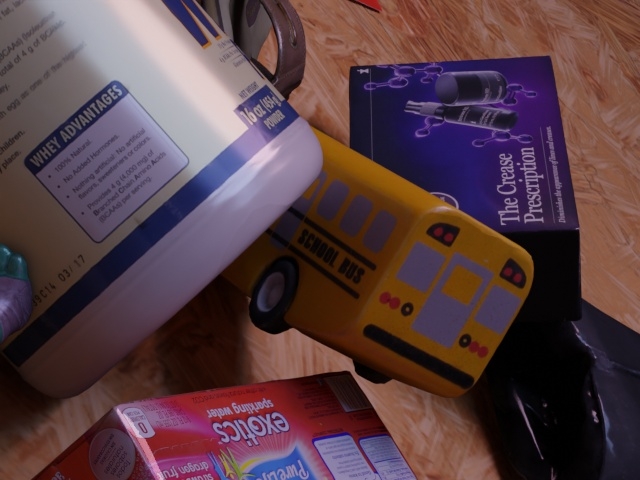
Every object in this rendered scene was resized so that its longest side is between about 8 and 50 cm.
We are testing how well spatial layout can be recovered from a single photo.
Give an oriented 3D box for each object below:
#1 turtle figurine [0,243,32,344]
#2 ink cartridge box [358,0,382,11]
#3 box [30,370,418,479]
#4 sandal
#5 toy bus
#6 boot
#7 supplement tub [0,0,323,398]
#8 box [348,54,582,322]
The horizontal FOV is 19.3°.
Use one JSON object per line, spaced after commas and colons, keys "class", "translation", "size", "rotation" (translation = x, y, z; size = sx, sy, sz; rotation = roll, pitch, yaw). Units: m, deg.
{"class": "turtle figurine", "translation": [-0.248, 0.077, 0.973], "size": [0.175, 0.118, 0.234], "rotation": [10, 27, 13]}
{"class": "ink cartridge box", "translation": [-0.027, -0.344, 1.922], "size": [0.232, 0.066, 0.189], "rotation": [10, 46, -46]}
{"class": "box", "translation": [-0.054, 0.170, 1.125], "size": [0.257, 0.122, 0.128], "rotation": [-2, 55, -58]}
{"class": "sandal", "translation": [-0.051, -0.168, 1.559], "size": [0.086, 0.120, 0.303], "rotation": [6, 30, 4]}
{"class": "toy bus", "translation": [0.000, 0.000, 1.286], "size": [0.108, 0.130, 0.333], "rotation": [28, 4, -31]}
{"class": "boot", "translation": [0.354, 0.238, 1.618], "size": [0.445, 0.146, 0.367], "rotation": [30, 21, -43]}
{"class": "supplement tub", "translation": [-0.183, -0.091, 1.147], "size": [0.325, 0.235, 0.235], "rotation": [48, 26, -3]}
{"class": "box", "translation": [0.116, -0.045, 1.589], "size": [0.261, 0.184, 0.103], "rotation": [-90, 174, -53]}
